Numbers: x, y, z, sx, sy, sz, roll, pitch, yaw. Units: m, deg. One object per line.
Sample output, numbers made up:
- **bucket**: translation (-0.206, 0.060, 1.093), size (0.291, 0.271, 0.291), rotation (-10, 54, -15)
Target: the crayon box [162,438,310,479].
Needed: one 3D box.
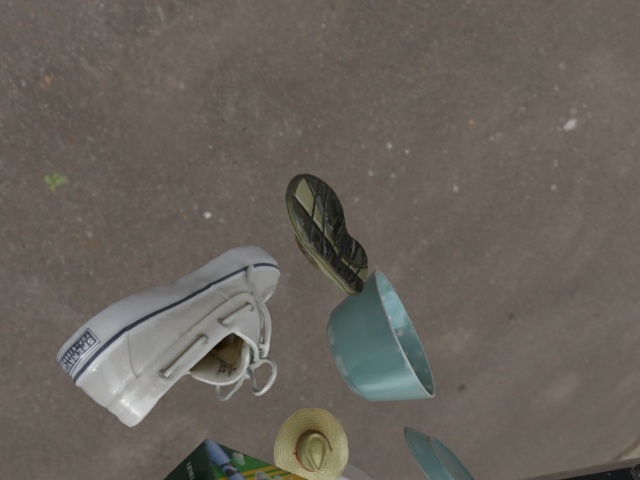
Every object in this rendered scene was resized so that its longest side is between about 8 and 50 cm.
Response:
- **crayon box**: translation (-0.011, 0.362, 0.928), size (0.083, 0.203, 0.323), rotation (-45, 130, 13)

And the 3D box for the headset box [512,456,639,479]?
- **headset box**: translation (0.386, 0.474, 1.202), size (0.246, 0.283, 0.131), rotation (-21, 165, 33)

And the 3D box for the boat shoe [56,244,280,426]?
- **boat shoe**: translation (-0.115, 0.114, 0.941), size (0.136, 0.156, 0.367), rotation (-46, 171, 22)

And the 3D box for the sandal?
- **sandal**: translation (0.000, 0.002, 1.571), size (0.120, 0.086, 0.303), rotation (-62, 142, -30)

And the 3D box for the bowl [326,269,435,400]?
- **bowl**: translation (0.122, 0.239, 1.911), size (0.163, 0.311, 0.311), rotation (-25, 145, 10)

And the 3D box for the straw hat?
- **straw hat**: translation (-0.011, 0.365, 1.463), size (0.144, 0.144, 0.061), rotation (-27, 179, -14)

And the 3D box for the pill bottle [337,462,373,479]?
- **pill bottle**: translation (-0.014, 0.555, 1.580), size (0.160, 0.160, 0.283), rotation (28, 87, -51)

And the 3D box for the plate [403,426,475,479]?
- **plate**: translation (0.182, 0.323, 1.145), size (0.024, 0.188, 0.188), rotation (-41, 143, 7)
